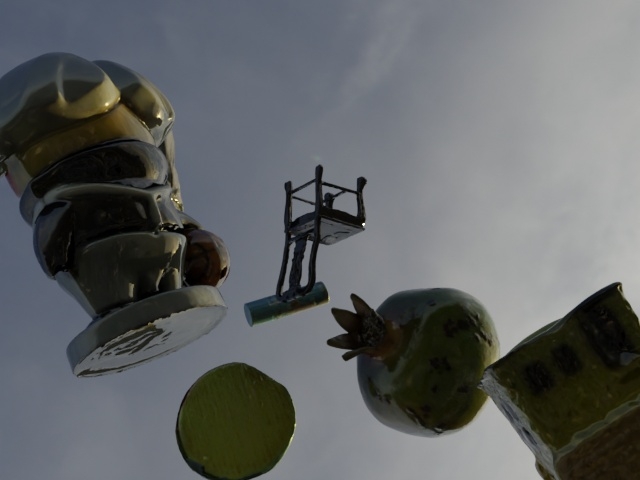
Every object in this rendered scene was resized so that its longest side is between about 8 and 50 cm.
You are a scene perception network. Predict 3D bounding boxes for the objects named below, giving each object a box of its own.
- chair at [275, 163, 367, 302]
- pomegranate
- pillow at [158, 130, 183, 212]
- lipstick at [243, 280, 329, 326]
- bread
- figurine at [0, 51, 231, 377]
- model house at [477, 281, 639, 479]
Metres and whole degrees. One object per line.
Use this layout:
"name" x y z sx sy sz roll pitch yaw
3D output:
"chair" 0.000 0.000 1.424 0.113 0.106 0.229 16 -114 -33
"pomegranate" 0.185 0.200 1.562 0.291 0.291 0.323 -43 -46 -7
"pillow" -0.267 -0.121 1.428 0.059 0.169 0.255 -4 -115 -16
"lipstick" -0.063 0.119 1.613 0.158 0.048 0.048 -16 -68 -19
"bread" -0.155 0.337 1.575 0.228 0.228 0.033 -35 -28 -12
"figurine" -0.159 -0.030 0.648 0.133 0.236 0.176 -34 -15 28
"model house" 0.323 0.202 1.000 0.193 0.175 0.234 -31 -102 -6
